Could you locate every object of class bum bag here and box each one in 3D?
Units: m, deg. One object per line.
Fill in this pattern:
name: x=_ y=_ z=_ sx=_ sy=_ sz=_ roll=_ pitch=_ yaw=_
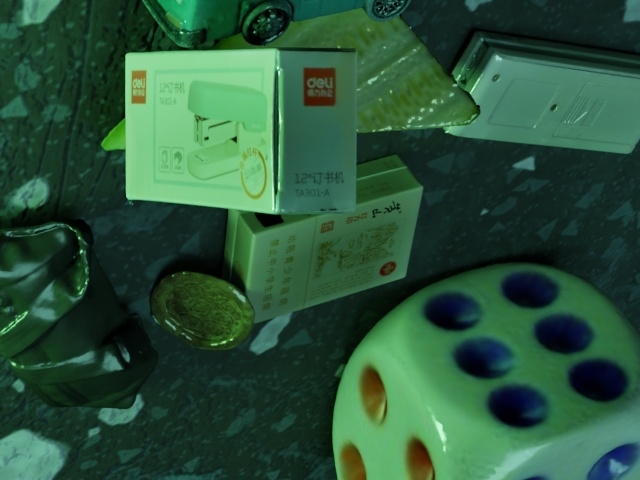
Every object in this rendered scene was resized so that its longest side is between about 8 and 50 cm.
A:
bum bag: x=-0.244 y=0.081 z=1.767 sx=0.142 sy=0.079 sz=0.326 roll=-30 pitch=144 yaw=-1

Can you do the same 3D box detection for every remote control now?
remote control: x=0.247 y=-0.154 z=1.918 sx=0.277 sy=0.055 sz=0.103 roll=3 pitch=128 yaw=-39

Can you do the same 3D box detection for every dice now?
dice: x=0.202 y=0.224 z=2.113 sx=0.304 sy=0.277 sz=0.304 roll=-12 pitch=138 yaw=-25

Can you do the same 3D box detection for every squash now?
squash: x=-0.027 y=-0.108 z=1.687 sx=0.289 sy=0.203 sz=0.111 roll=-40 pitch=-175 yaw=0

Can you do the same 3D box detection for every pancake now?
pancake: x=-0.121 y=0.072 z=1.862 sx=0.115 sy=0.011 sz=0.115 roll=7 pitch=133 yaw=8

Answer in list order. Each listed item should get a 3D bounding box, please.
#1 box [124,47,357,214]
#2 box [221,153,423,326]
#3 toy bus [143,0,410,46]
box: x=-0.072 y=-0.090 z=1.504 sx=0.079 sy=0.269 sz=0.135 roll=-2 pitch=95 yaw=-32
box: x=0.000 y=0.000 z=1.888 sx=0.201 sy=0.058 sz=0.141 roll=-17 pitch=139 yaw=-23
toy bus: x=-0.022 y=-0.261 z=1.530 sx=0.256 sy=0.128 sz=0.147 roll=-15 pitch=141 yaw=-26
